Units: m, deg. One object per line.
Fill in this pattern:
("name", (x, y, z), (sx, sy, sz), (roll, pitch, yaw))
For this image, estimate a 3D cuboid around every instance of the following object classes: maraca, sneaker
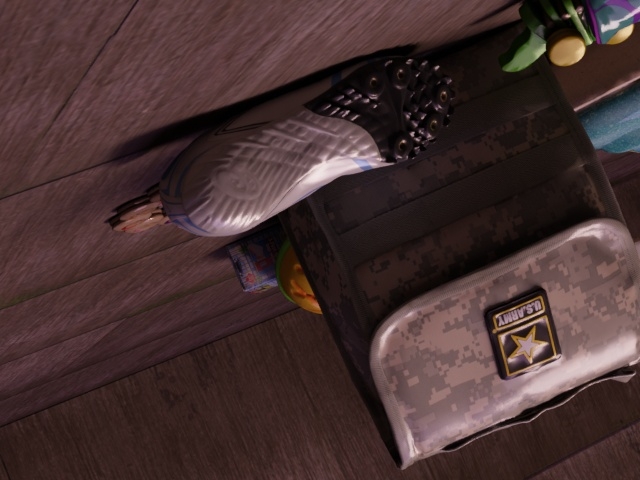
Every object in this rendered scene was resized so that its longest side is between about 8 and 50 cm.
("maraca", (0.019, 0.008, 1.816), (0.127, 0.099, 0.185), (2, 132, -19))
("sneaker", (-0.010, -0.074, 1.191), (0.237, 0.085, 0.086), (-25, -158, -22))

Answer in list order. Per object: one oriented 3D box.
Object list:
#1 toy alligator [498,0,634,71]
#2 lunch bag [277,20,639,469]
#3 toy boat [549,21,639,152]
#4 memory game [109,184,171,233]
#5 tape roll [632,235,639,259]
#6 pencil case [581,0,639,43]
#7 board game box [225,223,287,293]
("toy alligator", (0.209, -0.180, 1.195), (0.190, 0.056, 0.051), (-25, 134, 13))
("lunch bag", (0.112, 0.012, 1.305), (0.235, 0.287, 0.169), (-24, 171, -11))
("toy boat", (0.269, -0.108, 1.586), (0.318, 0.148, 0.267), (-28, 173, 33))
("memory game", (-0.092, -0.046, 1.396), (0.186, 0.012, 0.186), (-23, 175, -2))
("tape roll", (0.313, -0.056, 1.773), (0.246, 0.246, 0.169), (-24, 174, 4))
("pencil case", (0.245, -0.193, 1.128), (0.152, 0.064, 0.070), (-24, 159, 6))
("board game box", (0.000, 0.000, 1.960), (0.194, 0.060, 0.194), (-23, 174, 5))
